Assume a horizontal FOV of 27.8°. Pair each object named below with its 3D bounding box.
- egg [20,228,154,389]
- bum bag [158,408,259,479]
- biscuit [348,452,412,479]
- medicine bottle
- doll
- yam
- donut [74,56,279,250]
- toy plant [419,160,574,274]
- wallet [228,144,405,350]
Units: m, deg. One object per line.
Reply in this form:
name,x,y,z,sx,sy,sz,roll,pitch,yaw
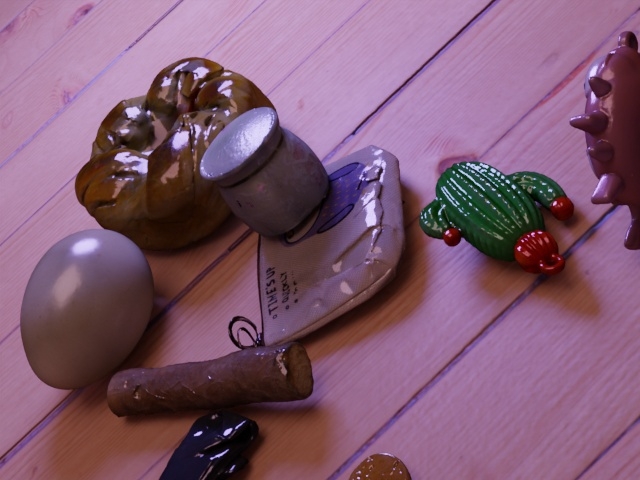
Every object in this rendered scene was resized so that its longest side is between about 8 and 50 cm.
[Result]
egg,-0.352,0.103,1.939,0.189,0.188,0.253,-2,59,38
bum bag,-0.178,0.323,1.677,0.123,0.060,0.248,-4,41,48
biscuit,0.051,0.357,1.483,0.158,0.035,0.240,-4,51,34
medicine bottle,-0.082,-0.100,1.874,0.147,0.143,0.147,-32,30,21
doll,0.372,-0.120,1.543,0.093,0.211,0.261,-4,93,41
yam,-0.160,0.195,1.769,0.357,0.081,0.081,-11,47,36
donut,-0.233,-0.141,2.095,0.360,0.170,0.360,-24,41,23
toy plant,0.240,-0.034,1.664,0.240,0.088,0.154,17,50,39
wallet,0.001,0.003,1.840,0.275,0.068,0.335,-25,39,22
